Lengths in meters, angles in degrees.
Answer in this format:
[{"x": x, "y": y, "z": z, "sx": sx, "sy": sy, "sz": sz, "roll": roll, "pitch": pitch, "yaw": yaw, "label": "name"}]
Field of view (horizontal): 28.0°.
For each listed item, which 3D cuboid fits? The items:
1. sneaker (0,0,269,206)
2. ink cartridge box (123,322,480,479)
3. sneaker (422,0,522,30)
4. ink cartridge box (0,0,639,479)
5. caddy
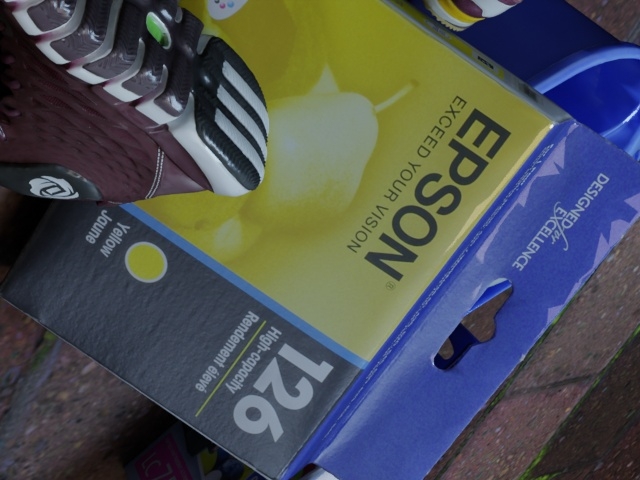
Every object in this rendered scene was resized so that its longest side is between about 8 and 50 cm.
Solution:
[{"x": -0.160, "y": -0.101, "z": 0.661, "sx": 0.162, "sy": 0.106, "sz": 0.281, "roll": -16, "pitch": 134, "yaw": 26, "label": "sneaker"}, {"x": -0.014, "y": 0.152, "z": 1.070, "sx": 0.311, "sy": 0.186, "sz": 0.065, "roll": -39, "pitch": 122, "yaw": -2, "label": "ink cartridge box"}, {"x": 0.114, "y": -0.213, "z": 0.756, "sx": 0.069, "sy": 0.186, "sz": 0.084, "roll": 25, "pitch": 155, "yaw": -34, "label": "sneaker"}, {"x": 0.000, "y": 0.000, "z": 0.795, "sx": 0.304, "sy": 0.307, "sz": 0.072, "roll": -55, "pitch": -178, "yaw": 21, "label": "ink cartridge box"}, {"x": 0.104, "y": -0.043, "z": 0.958, "sx": 0.341, "sy": 0.179, "sz": 0.241, "roll": -31, "pitch": 148, "yaw": -17, "label": "caddy"}]
